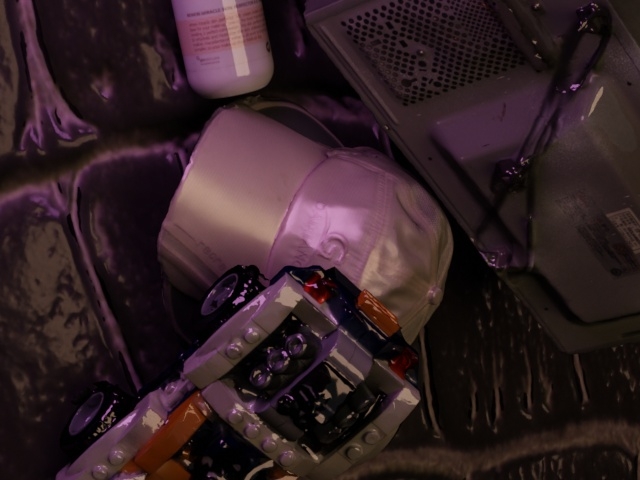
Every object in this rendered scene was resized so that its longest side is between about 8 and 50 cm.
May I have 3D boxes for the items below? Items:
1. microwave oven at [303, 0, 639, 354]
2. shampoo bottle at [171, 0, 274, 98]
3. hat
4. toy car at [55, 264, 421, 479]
[{"bbox_3d":[0.230,-0.157,1.287,0.432,0.236,0.374,50,41,-28],"label":"microwave oven"},{"bbox_3d":[-0.089,-0.214,1.212,0.074,0.074,0.192,-21,105,-34],"label":"shampoo bottle"},{"bbox_3d":[-0.008,-0.004,1.246,0.275,0.161,0.232,31,72,-31],"label":"hat"},{"bbox_3d":[-0.063,0.143,1.174,0.301,0.118,0.193,-40,111,17],"label":"toy car"}]
